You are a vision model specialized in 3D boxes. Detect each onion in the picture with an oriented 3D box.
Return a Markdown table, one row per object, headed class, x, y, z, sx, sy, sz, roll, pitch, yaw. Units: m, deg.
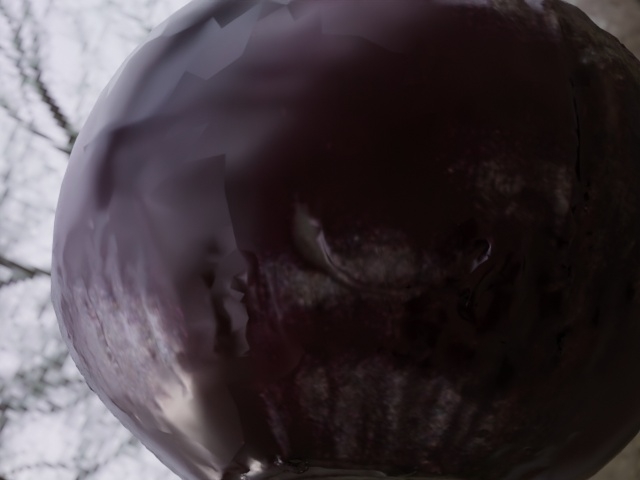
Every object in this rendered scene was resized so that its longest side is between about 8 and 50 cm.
| class | x | y | z | sx | sy | sz | roll | pitch | yaw |
| --- | --- | --- | --- | --- | --- | --- | --- | --- | --- |
| onion | 0.000 | 0.000 | 0.931 | 0.260 | 0.337 | 0.281 | 19 | -104 | -44 |
